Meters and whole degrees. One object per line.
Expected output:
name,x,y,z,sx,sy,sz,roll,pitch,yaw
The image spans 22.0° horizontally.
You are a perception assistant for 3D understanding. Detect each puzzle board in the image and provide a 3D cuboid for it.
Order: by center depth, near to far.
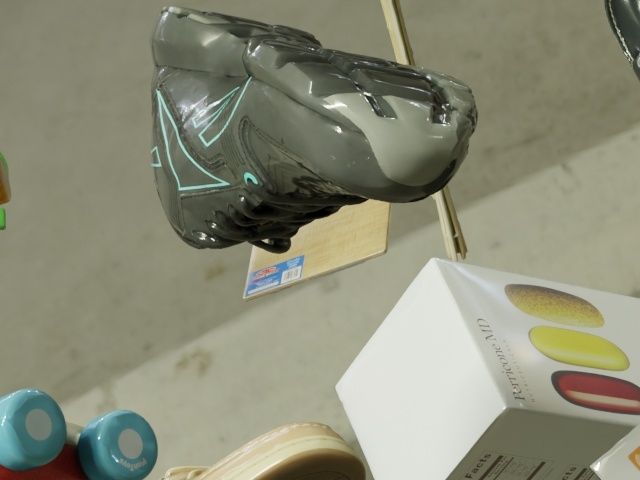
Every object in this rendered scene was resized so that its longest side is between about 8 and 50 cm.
puzzle board,0.000,0.000,1.323,0.128,0.011,0.096,-20,35,22

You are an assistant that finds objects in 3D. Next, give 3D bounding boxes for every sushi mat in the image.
sushi mat,0.064,-0.149,1.286,0.019,0.317,0.151,-15,23,2

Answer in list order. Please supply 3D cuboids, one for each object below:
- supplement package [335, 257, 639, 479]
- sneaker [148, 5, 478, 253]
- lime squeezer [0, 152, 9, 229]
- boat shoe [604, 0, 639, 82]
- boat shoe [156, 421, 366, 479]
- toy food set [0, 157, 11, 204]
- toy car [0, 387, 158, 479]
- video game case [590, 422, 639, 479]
supplement package,0.158,0.120,1.127,0.134,0.244,0.139,-55,41,31
sneaker,-0.012,-0.039,0.732,0.101,0.106,0.267,10,8,-22
lime squeezer,-0.299,-0.022,1.425,0.058,0.110,0.310,-13,-11,-24
boat shoe,0.402,-0.179,1.780,0.114,0.091,0.302,-47,70,26
boat shoe,-0.103,0.224,1.264,0.341,0.121,0.110,-41,40,28
toy food set,-0.308,-0.124,1.188,0.104,0.232,0.111,-15,6,0
toy car,-0.289,0.287,1.556,0.219,0.210,0.238,-23,59,41
video game case,0.293,0.136,0.847,0.210,0.042,0.232,-42,71,5
